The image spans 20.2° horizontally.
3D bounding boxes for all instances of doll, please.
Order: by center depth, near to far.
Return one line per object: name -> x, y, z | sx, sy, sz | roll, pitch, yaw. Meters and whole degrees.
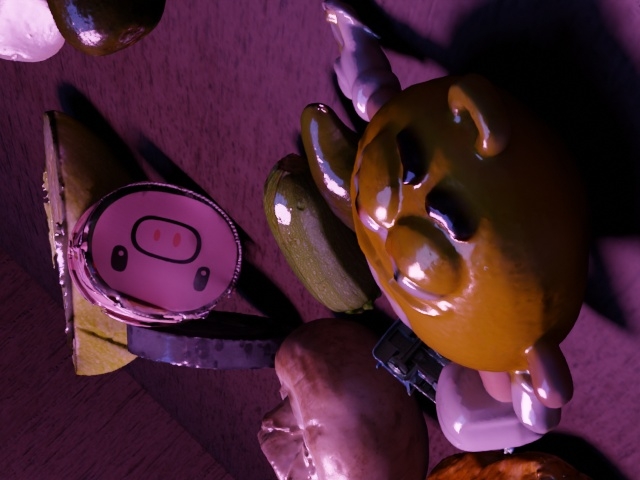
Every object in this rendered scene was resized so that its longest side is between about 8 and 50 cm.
doll -> 0.103, -0.005, 1.338 | 0.348, 0.161, 0.423 | 54, 169, 53

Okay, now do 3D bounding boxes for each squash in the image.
squash -> 0.000, 0.000, 1.765 | 0.068, 0.077, 0.219 | 43, 170, 46
squash -> -0.323, -0.015, 2.327 | 0.309, 0.210, 0.234 | 53, -165, -43

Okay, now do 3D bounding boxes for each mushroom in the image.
mushroom -> 0.026, 0.202, 1.999 | 0.255, 0.184, 0.255 | 56, -177, -4
mushroom -> -0.366, -0.280, 2.022 | 0.225, 0.093, 0.116 | 44, 150, 44

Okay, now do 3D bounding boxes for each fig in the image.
fig -> -0.206, -0.257, 1.625 | 0.117, 0.117, 0.177 | 9, 119, 67

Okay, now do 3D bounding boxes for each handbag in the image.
handbag -> -0.201, 0.017, 2.157 | 0.205, 0.179, 0.116 | 15, 162, -7

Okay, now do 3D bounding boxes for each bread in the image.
bread -> 0.213, 0.301, 1.842 | 0.167, 0.132, 0.294 | 41, 166, -11

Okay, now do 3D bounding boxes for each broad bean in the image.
broad bean -> 0.059, -0.007, 1.597 | 0.075, 0.067, 0.325 | 42, 166, 49

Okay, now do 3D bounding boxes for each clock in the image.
clock -> -0.139, 0.124, 2.258 | 0.215, 0.215, 0.042 | 17, 104, 62

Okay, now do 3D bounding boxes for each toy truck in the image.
toy truck -> 0.137, 0.151, 1.821 | 0.175, 0.067, 0.081 | 38, 169, 15
